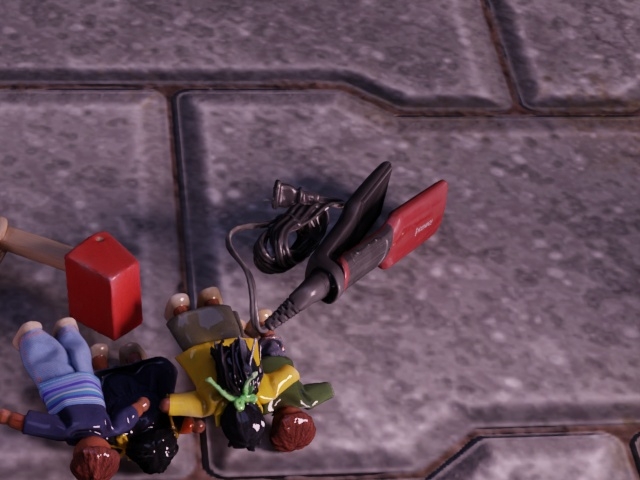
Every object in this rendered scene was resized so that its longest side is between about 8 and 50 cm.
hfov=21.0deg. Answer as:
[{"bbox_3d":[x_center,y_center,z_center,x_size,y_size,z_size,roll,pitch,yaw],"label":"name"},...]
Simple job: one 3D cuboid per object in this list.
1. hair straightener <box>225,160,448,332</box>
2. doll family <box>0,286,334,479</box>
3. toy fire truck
[{"bbox_3d":[0.000,0.000,1.044,0.089,0.047,0.230,21,29,17],"label":"hair straightener"},{"bbox_3d":[-0.084,0.087,0.960,0.193,0.076,0.111,-14,50,-15],"label":"doll family"},{"bbox_3d":[-0.213,0.019,1.018,0.192,0.047,0.135,28,44,33],"label":"toy fire truck"}]
